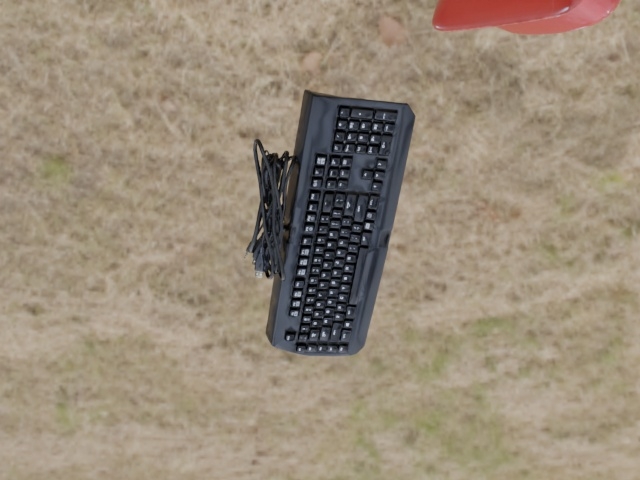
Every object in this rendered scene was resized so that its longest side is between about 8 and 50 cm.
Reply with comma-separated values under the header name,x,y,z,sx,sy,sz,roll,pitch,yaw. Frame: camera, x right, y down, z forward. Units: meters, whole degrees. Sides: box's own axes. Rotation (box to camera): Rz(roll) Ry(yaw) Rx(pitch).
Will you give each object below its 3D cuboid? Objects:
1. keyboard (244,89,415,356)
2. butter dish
name,x,y,z,sx,sy,sz,roll,pitch,yaw
keyboard,0.000,0.000,0.575,0.100,0.038,0.192,5,116,-10
butter dish,0.188,-0.216,0.674,0.118,0.159,0.160,24,172,-32
